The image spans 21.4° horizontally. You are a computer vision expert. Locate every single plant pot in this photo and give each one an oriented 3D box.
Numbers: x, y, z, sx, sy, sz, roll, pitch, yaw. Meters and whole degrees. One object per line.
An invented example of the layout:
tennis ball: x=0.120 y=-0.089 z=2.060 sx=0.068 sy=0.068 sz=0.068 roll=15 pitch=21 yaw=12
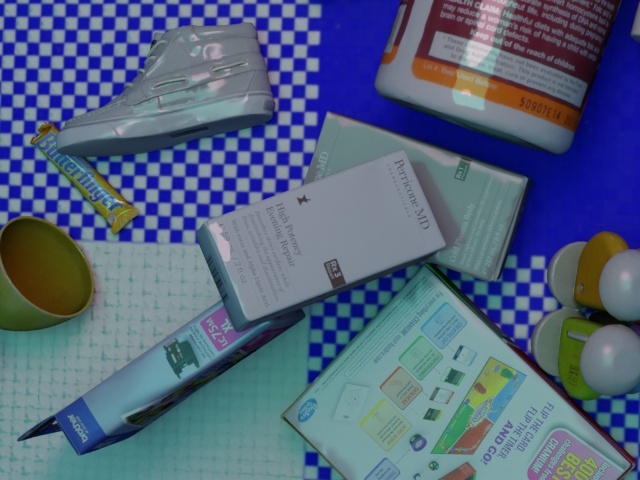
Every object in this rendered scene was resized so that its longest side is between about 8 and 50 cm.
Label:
plant pot: x=-0.344 y=0.053 z=1.963 sx=0.095 sy=0.134 sz=0.134 roll=-37 pitch=80 yaw=32

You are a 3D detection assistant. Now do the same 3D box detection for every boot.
boot: x=-0.186 y=-0.176 z=1.954 sx=0.258 sy=0.095 sz=0.123 roll=-11 pitch=80 yaw=3

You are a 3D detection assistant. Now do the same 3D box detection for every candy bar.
candy bar: x=-0.281 y=-0.075 z=2.000 sx=0.040 sy=0.018 sz=0.161 roll=-45 pitch=81 yaw=7

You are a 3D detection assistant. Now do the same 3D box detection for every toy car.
toy car: x=0.320 y=0.087 z=1.816 sx=0.136 sy=0.159 sz=0.182 roll=13 pitch=91 yaw=-24

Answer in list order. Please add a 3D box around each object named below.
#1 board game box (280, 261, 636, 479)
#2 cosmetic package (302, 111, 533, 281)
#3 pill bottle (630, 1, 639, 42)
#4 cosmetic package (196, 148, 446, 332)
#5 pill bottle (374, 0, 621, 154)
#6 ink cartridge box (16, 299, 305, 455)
board game box: x=0.151 y=0.219 z=1.873 sx=0.316 sy=0.064 sz=0.242 roll=45 pitch=97 yaw=10
cosmetic package: x=0.104 y=-0.049 z=1.874 sx=0.238 sy=0.107 sz=0.127 roll=17 pitch=94 yaw=9
pill bottle: x=0.430 y=-0.332 z=1.783 sx=0.161 sy=0.161 sz=0.283 roll=17 pitch=92 yaw=12
cosmetic package: x=0.000 y=0.000 z=1.755 sx=0.231 sy=0.085 sz=0.117 roll=-22 pitch=84 yaw=-15
pill bottle: x=0.220 y=-0.307 z=1.795 sx=0.224 sy=0.224 sz=0.392 roll=20 pitch=93 yaw=12
ink cartridge box: x=-0.171 y=0.151 z=1.882 sx=0.311 sy=0.186 sz=0.065 roll=-32 pitch=84 yaw=9
